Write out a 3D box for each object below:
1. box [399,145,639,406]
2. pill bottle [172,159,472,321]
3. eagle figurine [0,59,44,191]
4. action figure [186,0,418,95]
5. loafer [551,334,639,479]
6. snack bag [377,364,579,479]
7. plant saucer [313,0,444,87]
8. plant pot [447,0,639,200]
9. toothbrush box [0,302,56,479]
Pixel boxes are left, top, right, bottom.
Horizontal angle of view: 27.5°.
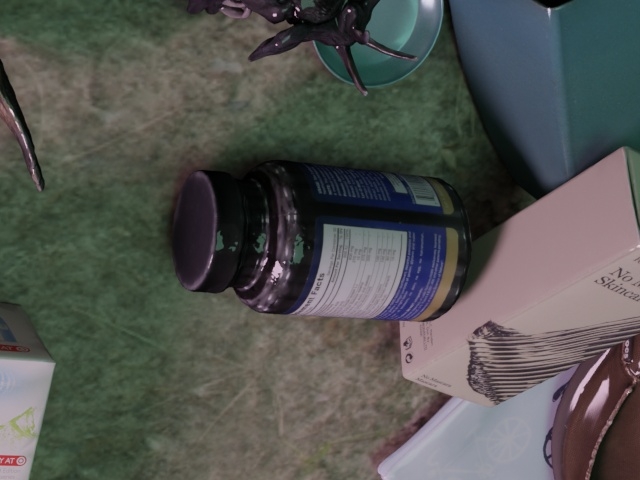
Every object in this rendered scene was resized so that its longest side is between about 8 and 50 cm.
[{"bbox_3d":[0.190,0.039,1.074,0.113,0.094,0.275,20,143,-29],"label":"box"},{"bbox_3d":[0.000,0.000,1.043,0.219,0.123,0.123,5,107,-26],"label":"pill bottle"},{"bbox_3d":[-0.251,-0.180,0.799,0.226,0.225,0.298,10,111,-19],"label":"eagle figurine"},{"bbox_3d":[-0.034,-0.233,0.934,0.164,0.141,0.276,-33,104,-13],"label":"action figure"},{"bbox_3d":[0.315,0.130,1.185,0.133,0.130,0.366,-1,117,-25],"label":"loafer"},{"bbox_3d":[0.242,0.216,1.292,0.323,0.037,0.342,-44,120,-5],"label":"snack bag"},{"bbox_3d":[0.042,-0.183,1.053,0.119,0.021,0.119,-9,112,-22],"label":"plant saucer"},{"bbox_3d":[0.217,-0.141,1.078,0.165,0.166,0.234,-24,128,-16],"label":"plant pot"},{"bbox_3d":[-0.333,0.186,0.956,0.206,0.122,0.283,9,103,-28],"label":"toothbrush box"}]
